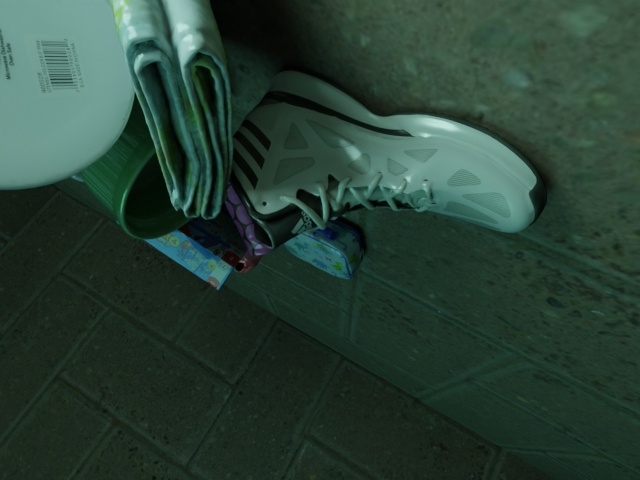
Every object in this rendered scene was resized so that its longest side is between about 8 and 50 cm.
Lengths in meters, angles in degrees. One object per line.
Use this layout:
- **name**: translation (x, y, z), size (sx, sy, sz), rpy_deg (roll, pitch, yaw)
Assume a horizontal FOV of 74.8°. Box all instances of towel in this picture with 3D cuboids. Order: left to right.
- **towel**: translation (-0.180, -0.247, 0.488), size (0.320, 0.090, 0.375), rpy_deg (120, 134, -67)

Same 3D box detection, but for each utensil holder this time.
- **utensil holder**: translation (-0.477, -0.230, 0.591), size (0.385, 0.328, 0.327), rpy_deg (13, 152, 50)

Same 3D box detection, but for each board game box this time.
- **board game box**: translation (-0.333, -0.050, 1.156), size (0.301, 0.086, 0.308), rpy_deg (35, -156, -8)

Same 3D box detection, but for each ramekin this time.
- **ramekin**: translation (-0.347, -0.165, 0.896), size (0.148, 0.303, 0.303), rpy_deg (38, 161, 10)

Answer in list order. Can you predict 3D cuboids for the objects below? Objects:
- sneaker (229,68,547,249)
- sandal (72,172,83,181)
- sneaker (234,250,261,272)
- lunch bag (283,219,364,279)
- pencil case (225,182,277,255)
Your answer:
- **sneaker**: translation (0.055, -0.058, 0.590), size (0.447, 0.258, 0.169), rpy_deg (25, 158, 18)
- **sandal**: translation (-0.550, -0.319, 0.845), size (0.102, 0.169, 0.417), rpy_deg (24, 130, 56)
- **sneaker**: translation (-0.278, 0.056, 1.513), size (0.116, 0.136, 0.314), rpy_deg (36, 160, -7)
- **lunch bag**: translation (0.000, 0.000, 1.043), size (0.218, 0.090, 0.176), rpy_deg (24, 159, 24)
- **pencil case**: translation (-0.177, -0.064, 1.071), size (0.095, 0.098, 0.210), rpy_deg (-13, 104, 45)
